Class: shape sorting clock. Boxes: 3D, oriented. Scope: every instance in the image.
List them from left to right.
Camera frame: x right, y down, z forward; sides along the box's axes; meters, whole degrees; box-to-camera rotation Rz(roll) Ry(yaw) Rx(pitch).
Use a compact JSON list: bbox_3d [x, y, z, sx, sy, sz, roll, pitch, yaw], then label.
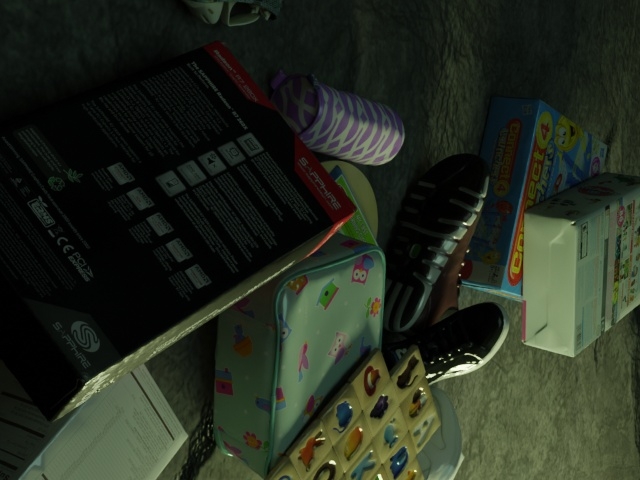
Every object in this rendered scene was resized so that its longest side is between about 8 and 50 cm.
[{"bbox_3d":[0.000,0.000,1.336,0.206,0.040,0.206,-20,121,-38],"label":"shape sorting clock"}]

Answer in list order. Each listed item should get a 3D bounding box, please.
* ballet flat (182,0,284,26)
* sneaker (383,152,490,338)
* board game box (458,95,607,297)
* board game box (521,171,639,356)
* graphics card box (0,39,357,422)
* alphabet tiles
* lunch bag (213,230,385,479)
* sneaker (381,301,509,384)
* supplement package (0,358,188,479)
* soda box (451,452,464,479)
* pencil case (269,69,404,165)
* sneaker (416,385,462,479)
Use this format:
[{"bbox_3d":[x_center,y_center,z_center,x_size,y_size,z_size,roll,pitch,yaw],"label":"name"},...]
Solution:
[{"bbox_3d":[-0.101,-0.257,1.124,0.188,0.070,0.070,-10,106,-49],"label":"ballet flat"},{"bbox_3d":[0.174,0.021,1.543,0.281,0.106,0.162,-60,146,-9],"label":"sneaker"},{"bbox_3d":[0.356,-0.051,1.768,0.302,0.086,0.308,15,86,-54],"label":"board game box"},{"bbox_3d":[0.441,0.030,1.749,0.303,0.097,0.224,-21,116,-48],"label":"board game box"},{"bbox_3d":[-0.160,-0.028,0.970,0.233,0.094,0.371,52,43,5],"label":"graphics card box"},{"bbox_3d":[0.033,0.299,1.307,0.342,0.011,0.285,-47,139,-25],"label":"alphabet tiles"},{"bbox_3d":[-0.018,0.134,1.261,0.224,0.107,0.279,-21,122,-47],"label":"lunch bag"},{"bbox_3d":[0.148,0.153,1.446,0.121,0.217,0.079,13,46,-56],"label":"sneaker"},{"bbox_3d":[-0.260,0.211,0.956,0.244,0.133,0.139,-52,136,-33],"label":"supplement package"},{"bbox_3d":[0.132,0.383,1.584,0.216,0.069,0.074,-57,138,-27],"label":"soda box"},{"bbox_3d":[0.019,-0.146,1.299,0.086,0.088,0.206,-46,150,21],"label":"pencil case"},{"bbox_3d":[0.102,0.320,1.490,0.152,0.114,0.305,54,52,-34],"label":"sneaker"}]
